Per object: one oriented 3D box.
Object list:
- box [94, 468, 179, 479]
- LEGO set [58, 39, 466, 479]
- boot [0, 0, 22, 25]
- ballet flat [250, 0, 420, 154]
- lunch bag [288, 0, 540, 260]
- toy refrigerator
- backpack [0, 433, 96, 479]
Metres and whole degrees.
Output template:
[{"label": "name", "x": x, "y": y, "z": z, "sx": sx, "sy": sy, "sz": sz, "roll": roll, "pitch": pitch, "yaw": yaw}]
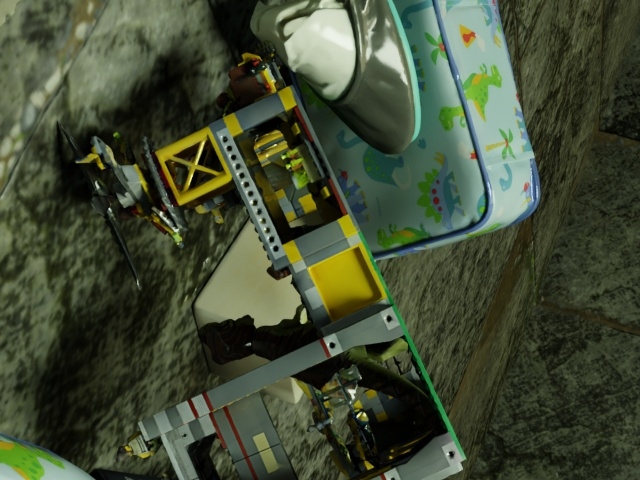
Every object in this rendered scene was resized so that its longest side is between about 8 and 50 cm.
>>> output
[{"label": "box", "x": 0.013, "y": 0.309, "z": 0.742, "sx": 0.343, "sy": 0.312, "sz": 0.179, "roll": 24, "pitch": -81, "yaw": 64}, {"label": "LEGO set", "x": -0.048, "y": 0.062, "z": 0.731, "sx": 0.255, "sy": 0.192, "sz": 0.331, "roll": -76, "pitch": 141, "yaw": -87}, {"label": "boot", "x": -0.190, "y": -0.147, "z": 0.395, "sx": 0.190, "sy": 0.076, "sz": 0.209, "roll": -59, "pitch": 150, "yaw": -34}, {"label": "ballet flat", "x": -0.006, "y": -0.184, "z": 0.763, "sx": 0.096, "sy": 0.095, "sz": 0.281, "roll": -21, "pitch": 108, "yaw": -27}, {"label": "lunch bag", "x": 0.065, "y": -0.101, "z": 0.875, "sx": 0.090, "sy": 0.176, "sz": 0.219, "roll": -13, "pitch": 87, "yaw": -47}, {"label": "toy refrigerator", "x": 0.000, "y": 0.000, "z": 0.986, "sx": 0.270, "sy": 0.094, "sz": 0.102, "roll": -58, "pitch": 157, "yaw": -34}, {"label": "backpack", "x": -0.187, "y": 0.191, "z": 0.456, "sx": 0.355, "sy": 0.273, "sz": 0.290, "roll": 28, "pitch": 77, "yaw": -48}]
